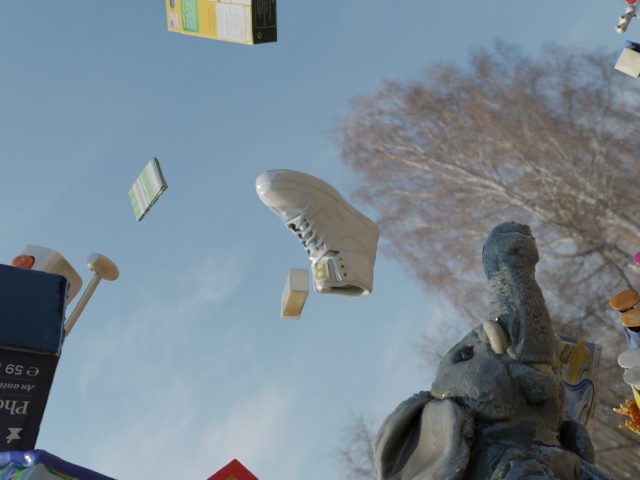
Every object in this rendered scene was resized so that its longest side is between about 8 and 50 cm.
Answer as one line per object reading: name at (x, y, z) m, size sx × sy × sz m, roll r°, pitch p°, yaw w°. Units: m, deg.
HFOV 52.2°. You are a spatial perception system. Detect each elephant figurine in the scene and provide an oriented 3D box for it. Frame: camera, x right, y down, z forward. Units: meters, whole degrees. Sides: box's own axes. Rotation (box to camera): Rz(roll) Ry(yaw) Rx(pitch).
elephant figurine at (0.124, 0.139, 0.442) m, size 0.186 × 0.239 × 0.169 m, roll -28°, pitch -54°, yaw 4°

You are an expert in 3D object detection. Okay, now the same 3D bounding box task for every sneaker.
sneaker at (0.000, 0.000, 1.179) m, size 0.292 × 0.108 × 0.169 m, roll 30°, pitch -129°, yaw -33°

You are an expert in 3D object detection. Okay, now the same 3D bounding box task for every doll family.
doll family at (0.408, 0.149, 0.804) m, size 0.163 × 0.118 × 0.263 m, roll 48°, pitch -146°, yaw -36°

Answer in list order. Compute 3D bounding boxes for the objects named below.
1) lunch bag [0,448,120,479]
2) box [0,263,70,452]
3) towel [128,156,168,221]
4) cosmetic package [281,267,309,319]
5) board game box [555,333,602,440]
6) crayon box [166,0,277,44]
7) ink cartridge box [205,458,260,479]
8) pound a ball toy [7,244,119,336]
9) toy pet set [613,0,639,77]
lunch bag at (-0.123, 0.194, 0.336) m, size 0.151 × 0.096 × 0.129 m, roll 41°, pitch -129°, yaw -34°
box at (-0.435, 0.172, 0.644) m, size 0.296 × 0.183 × 0.294 m, roll 13°, pitch -72°, yaw -23°
towel at (-0.471, -0.138, 1.782) m, size 0.023 × 0.113 × 0.152 m, roll 8°, pitch -42°, yaw -44°
cosmetic package at (-0.055, 0.114, 1.384) m, size 0.041 × 0.060 × 0.115 m, roll 6°, pitch -39°, yaw -10°
board game box at (0.222, 0.194, 0.644) m, size 0.136 × 0.035 × 0.201 m, roll 16°, pitch -100°, yaw -41°
crayon box at (-0.237, -0.580, 1.523) m, size 0.083 × 0.323 × 0.203 m, roll -24°, pitch -56°, yaw -42°
ink cartridge box at (-0.158, 0.534, 1.172) m, size 0.296 × 0.261 × 0.066 m, roll -25°, pitch -36°, yaw -49°
pound a ball toy at (-0.597, 0.126, 1.338) m, size 0.319 × 0.208 × 0.136 m, roll -59°, pitch -38°, yaw -32°
toy pet set at (0.512, -0.305, 1.001) m, size 0.065 × 0.122 × 0.114 m, roll -26°, pitch -37°, yaw -44°
